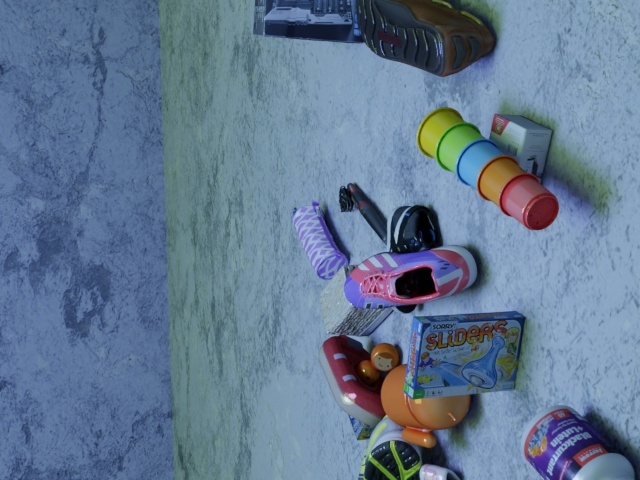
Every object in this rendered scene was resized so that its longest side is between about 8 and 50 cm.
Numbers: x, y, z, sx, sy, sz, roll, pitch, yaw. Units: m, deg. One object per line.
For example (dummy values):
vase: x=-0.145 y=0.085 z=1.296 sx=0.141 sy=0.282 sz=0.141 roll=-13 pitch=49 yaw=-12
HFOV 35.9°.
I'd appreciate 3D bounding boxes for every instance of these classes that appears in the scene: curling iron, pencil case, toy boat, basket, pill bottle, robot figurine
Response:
curling iron: x=0.101 y=-0.054 z=2.162 sx=0.274 sy=0.035 sz=0.068 roll=-132 pitch=42 yaw=-57
pencil case: x=0.000 y=0.000 z=2.343 sx=0.088 sy=0.086 sz=0.206 roll=-49 pitch=44 yaw=24
toy boat: x=0.105 y=0.276 z=2.078 sx=0.151 sy=0.151 sz=0.231 roll=-45 pitch=43 yaw=19
basket: x=0.075 y=0.131 z=2.144 sx=0.167 sy=0.103 sz=0.113 roll=125 pitch=139 yaw=-54
pill bottle: x=0.386 y=0.335 z=1.437 sx=0.193 sy=0.108 sz=0.108 roll=-133 pitch=47 yaw=-56
robot figurine: x=0.197 y=0.293 z=1.846 sx=0.128 sy=0.158 sz=0.219 roll=49 pitch=157 yaw=-9

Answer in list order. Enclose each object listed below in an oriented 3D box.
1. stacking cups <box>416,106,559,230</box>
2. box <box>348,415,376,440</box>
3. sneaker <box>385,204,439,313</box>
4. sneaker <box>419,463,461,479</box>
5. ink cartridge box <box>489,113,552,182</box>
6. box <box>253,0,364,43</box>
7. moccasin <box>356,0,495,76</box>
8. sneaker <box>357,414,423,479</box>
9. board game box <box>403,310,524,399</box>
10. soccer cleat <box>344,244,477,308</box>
stacking cups: x=0.271 y=-0.119 z=1.577 sx=0.316 sy=0.096 sz=0.096 roll=46 pitch=132 yaw=53
box: x=0.088 y=0.354 z=2.177 sx=0.054 sy=0.059 sz=0.169 roll=114 pitch=146 yaw=-42
sneaker: x=0.179 y=0.038 z=1.933 sx=0.121 sy=0.079 sz=0.217 roll=175 pitch=94 yaw=-65
sneaker: x=0.235 y=0.487 z=1.858 sx=0.070 sy=0.051 sz=0.134 roll=-7 pitch=103 yaw=40
ink cartridge box: x=0.321 y=-0.131 z=1.631 sx=0.099 sy=0.056 sz=0.135 roll=-135 pitch=50 yaw=-58
box: x=-0.015 y=-0.593 z=2.151 sx=0.076 sy=0.242 sz=0.308 roll=-151 pitch=63 yaw=-63
moccasin: x=0.185 y=-0.411 z=1.854 sx=0.380 sy=0.146 sz=0.139 roll=34 pitch=136 yaw=57
sneaker: x=0.142 y=0.509 z=2.017 sx=0.147 sy=0.145 sz=0.385 roll=-71 pitch=-3 yaw=-54
board game box: x=0.241 y=0.190 z=1.648 sx=0.035 sy=0.201 sz=0.136 roll=-146 pitch=58 yaw=-61
soccer cleat: x=0.142 y=0.078 z=1.856 sx=0.318 sy=0.116 sz=0.109 roll=-13 pitch=96 yaw=46
